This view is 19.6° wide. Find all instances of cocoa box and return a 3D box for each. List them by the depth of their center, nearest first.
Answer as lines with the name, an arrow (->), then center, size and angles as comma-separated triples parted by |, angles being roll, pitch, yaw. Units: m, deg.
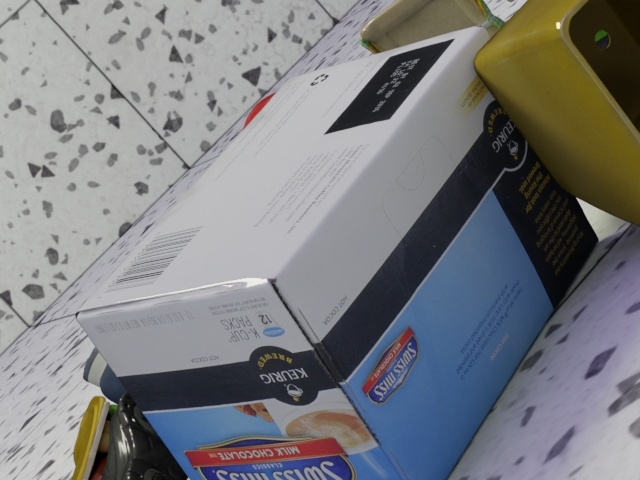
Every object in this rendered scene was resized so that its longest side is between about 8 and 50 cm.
cocoa box -> 0.025, 0.030, 1.490 | 0.231, 0.228, 0.347 | -11, 30, 42

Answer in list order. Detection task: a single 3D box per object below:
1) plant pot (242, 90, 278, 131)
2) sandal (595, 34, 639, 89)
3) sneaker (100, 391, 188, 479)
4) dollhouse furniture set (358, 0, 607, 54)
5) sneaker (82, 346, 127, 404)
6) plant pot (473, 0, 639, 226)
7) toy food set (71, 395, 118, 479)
plant pot -> 0.025, -0.117, 2.304 | 0.174, 0.191, 0.191 | -19, 24, 44
sandal -> 0.318, -0.162, 1.700 | 0.167, 0.107, 0.446 | -33, 1, 45
sneaker -> -0.182, 0.245, 1.790 | 0.130, 0.109, 0.286 | -55, 12, 16
dollhouse furniture set -> 0.225, -0.273, 2.143 | 0.301, 0.197, 0.151 | -33, 16, 40
sneaker -> -0.133, 0.135, 2.139 | 0.319, 0.131, 0.112 | -26, -35, -54
plant pot -> 0.248, -0.137, 1.426 | 0.212, 0.212, 0.187 | -47, 19, -22
toy food set -> -0.243, 0.250, 2.142 | 0.218, 0.071, 0.128 | 163, 122, -77
